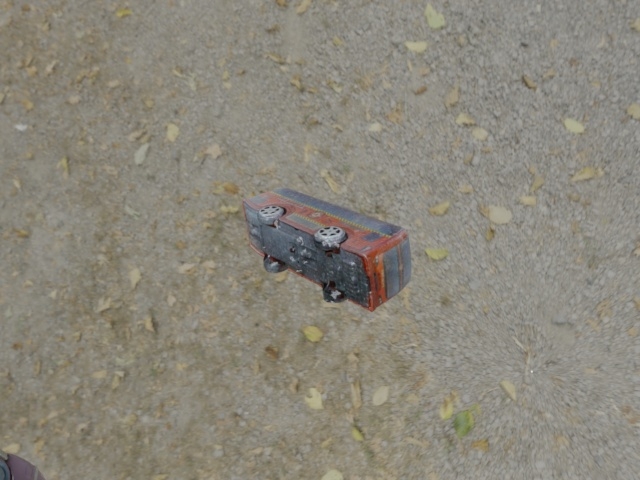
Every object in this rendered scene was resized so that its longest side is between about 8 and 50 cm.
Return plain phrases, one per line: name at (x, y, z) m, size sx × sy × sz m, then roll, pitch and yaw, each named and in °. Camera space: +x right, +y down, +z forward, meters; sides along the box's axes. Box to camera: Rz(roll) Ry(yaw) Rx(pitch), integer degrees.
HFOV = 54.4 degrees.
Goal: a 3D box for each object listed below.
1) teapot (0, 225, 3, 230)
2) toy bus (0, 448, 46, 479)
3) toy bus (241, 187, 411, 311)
teapot at (-0.592, -0.042, 1.097) m, size 0.083 × 0.064 × 0.064 m, roll -29°, pitch 87°, yaw 25°
toy bus at (-0.460, 0.399, 0.828) m, size 0.142 × 0.142 × 0.202 m, roll -22°, pitch 38°, yaw 5°
toy bus at (0.000, 0.000, 0.574) m, size 0.192 × 0.077 × 0.065 m, roll 23°, pitch 130°, yaw 46°
